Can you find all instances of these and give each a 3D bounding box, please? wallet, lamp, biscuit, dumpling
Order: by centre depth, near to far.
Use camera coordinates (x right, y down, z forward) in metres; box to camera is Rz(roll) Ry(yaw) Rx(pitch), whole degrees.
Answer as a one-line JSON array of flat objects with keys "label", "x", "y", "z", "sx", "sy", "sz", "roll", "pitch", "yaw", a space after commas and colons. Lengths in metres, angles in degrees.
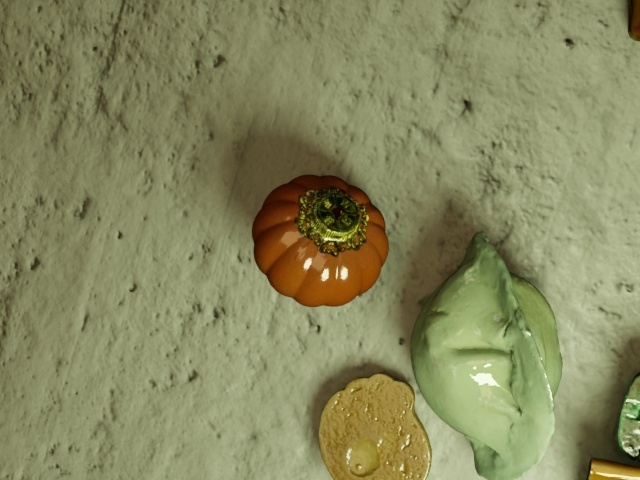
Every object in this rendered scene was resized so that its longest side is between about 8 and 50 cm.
[{"label": "wallet", "x": 0.452, "y": 0.370, "z": 1.141, "sx": 0.161, "sy": 0.195, "sz": 0.042, "roll": 3, "pitch": 49, "yaw": 16}, {"label": "dumpling", "x": 0.267, "y": 0.163, "z": 1.198, "sx": 0.320, "sy": 0.212, "sz": 0.270, "roll": 55, "pitch": 139, "yaw": -1}, {"label": "lamp", "x": 0.000, "y": 0.000, "z": 1.281, "sx": 0.223, "sy": 0.196, "sz": 0.223, "roll": 7, "pitch": 62, "yaw": -13}, {"label": "biscuit", "x": 0.090, "y": 0.326, "z": 1.310, "sx": 0.181, "sy": 0.049, "sz": 0.208, "roll": -24, "pitch": 80, "yaw": 14}]

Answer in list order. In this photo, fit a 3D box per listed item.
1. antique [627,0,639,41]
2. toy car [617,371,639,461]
[{"label": "antique", "x": 0.588, "y": -0.367, "z": 1.161, "sx": 0.278, "sy": 0.129, "sz": 0.223, "roll": 1, "pitch": 91, "yaw": 17}, {"label": "toy car", "x": 0.575, "y": 0.276, "z": 1.131, "sx": 0.306, "sy": 0.125, "sz": 0.136, "roll": 14, "pitch": 87, "yaw": 11}]
